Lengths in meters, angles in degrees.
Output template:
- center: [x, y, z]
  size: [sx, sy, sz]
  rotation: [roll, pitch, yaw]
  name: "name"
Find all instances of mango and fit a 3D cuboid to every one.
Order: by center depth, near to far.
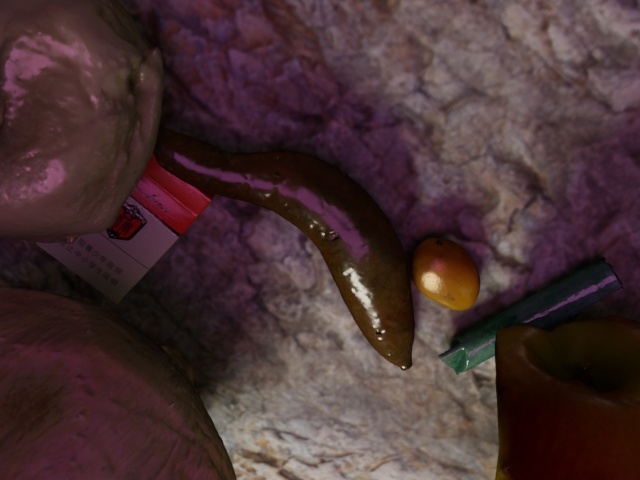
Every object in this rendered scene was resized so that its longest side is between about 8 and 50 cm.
- center: [0.122, 0.035, 0.659]
  size: [0.060, 0.046, 0.089]
  rotation: [-28, 121, 15]
  name: "mango"

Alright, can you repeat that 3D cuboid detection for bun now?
- center: [-0.209, -0.105, 0.545]
  size: [0.145, 0.229, 0.229]
  rotation: [5, 117, -32]
  name: "bun"

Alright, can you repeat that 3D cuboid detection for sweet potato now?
- center: [0.002, -0.007, 0.622]
  size: [0.346, 0.079, 0.108]
  rotation: [42, 98, -18]
  name: "sweet potato"

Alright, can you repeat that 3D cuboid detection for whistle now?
- center: [0.204, 0.078, 0.675]
  size: [0.186, 0.039, 0.039]
  rotation: [-32, 108, 15]
  name: "whistle"

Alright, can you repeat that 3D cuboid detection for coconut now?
- center: [-0.242, 0.229, 0.601]
  size: [0.405, 0.404, 0.404]
  rotation: [1, 113, 3]
  name: "coconut"

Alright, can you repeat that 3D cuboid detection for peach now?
- center: [0.272, 0.286, 0.618]
  size: [0.243, 0.306, 0.380]
  rotation: [0, 117, 9]
  name: "peach"

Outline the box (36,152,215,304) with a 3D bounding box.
- center: [-0.183, -0.024, 0.649]
  size: [0.100, 0.048, 0.152]
  rotation: [40, 107, -15]
  name: "box"
